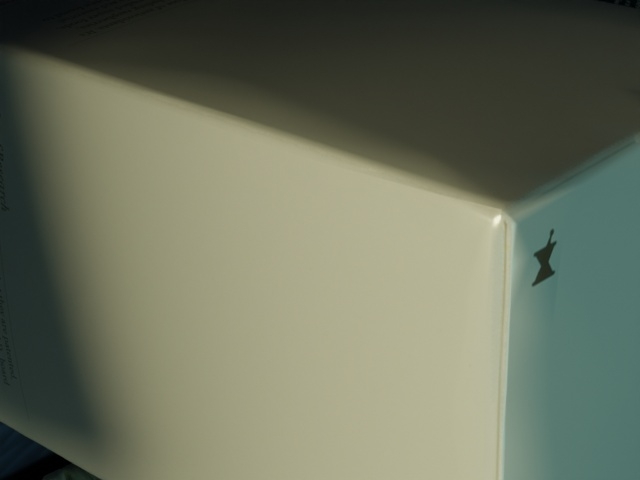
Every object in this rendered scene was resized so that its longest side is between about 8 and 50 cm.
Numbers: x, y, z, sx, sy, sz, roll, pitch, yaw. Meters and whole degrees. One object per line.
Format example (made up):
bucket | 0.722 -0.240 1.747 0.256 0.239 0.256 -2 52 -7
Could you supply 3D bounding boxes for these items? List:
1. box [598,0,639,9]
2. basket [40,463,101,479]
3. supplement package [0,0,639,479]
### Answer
box | 0.176 -0.191 0.738 0.153 0.207 0.108 -39 154 -24
basket | -0.150 0.356 0.851 0.266 0.328 0.331 -18 142 -44
supplement package | 0.000 0.000 0.562 0.177 0.293 0.175 -26 125 -41
